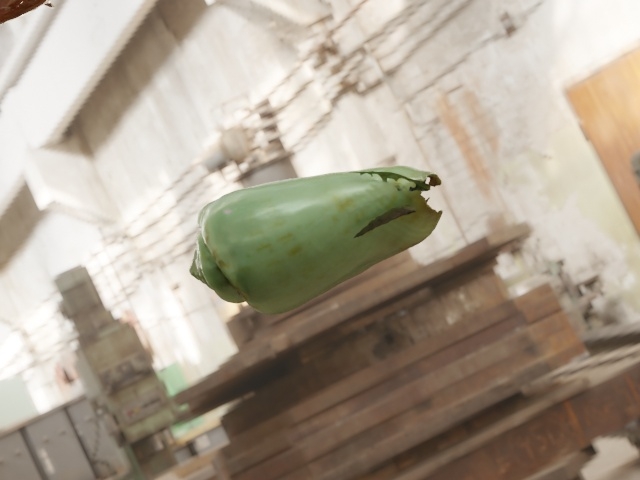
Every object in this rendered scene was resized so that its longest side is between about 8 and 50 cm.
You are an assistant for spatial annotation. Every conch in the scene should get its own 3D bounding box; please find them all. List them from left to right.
[{"bbox_3d":[0.000,0.000,0.721,0.170,0.079,0.106,-15,-17,14],"label":"conch"}]

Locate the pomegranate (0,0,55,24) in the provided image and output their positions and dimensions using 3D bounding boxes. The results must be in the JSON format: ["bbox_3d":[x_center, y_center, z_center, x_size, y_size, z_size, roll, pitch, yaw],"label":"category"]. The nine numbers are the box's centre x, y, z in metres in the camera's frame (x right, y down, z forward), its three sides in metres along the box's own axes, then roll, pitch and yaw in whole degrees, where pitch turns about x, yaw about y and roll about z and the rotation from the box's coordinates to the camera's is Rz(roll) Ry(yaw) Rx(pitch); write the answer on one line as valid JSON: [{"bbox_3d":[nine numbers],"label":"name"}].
[{"bbox_3d":[-0.205,-0.222,0.660,0.210,0.210,0.235,-28,-25,24],"label":"pomegranate"}]
